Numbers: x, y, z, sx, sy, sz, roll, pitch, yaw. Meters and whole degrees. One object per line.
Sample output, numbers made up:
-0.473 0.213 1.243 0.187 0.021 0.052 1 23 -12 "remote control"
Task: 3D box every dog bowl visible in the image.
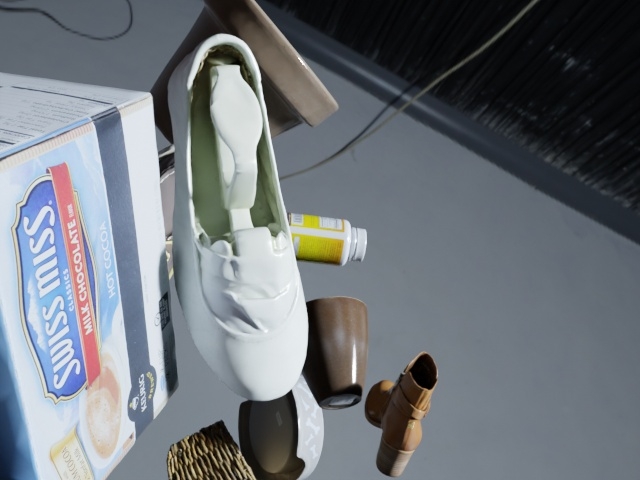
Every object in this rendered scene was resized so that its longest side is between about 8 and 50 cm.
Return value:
-0.115 0.539 1.822 0.102 0.349 0.349 7 63 -35 "dog bowl"

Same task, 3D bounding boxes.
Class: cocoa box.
-0.292 0.046 0.567 0.231 0.347 0.228 9 27 13 "cocoa box"

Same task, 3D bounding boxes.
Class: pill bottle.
0.000 0.000 1.544 0.215 0.117 0.117 7 64 -7 "pill bottle"

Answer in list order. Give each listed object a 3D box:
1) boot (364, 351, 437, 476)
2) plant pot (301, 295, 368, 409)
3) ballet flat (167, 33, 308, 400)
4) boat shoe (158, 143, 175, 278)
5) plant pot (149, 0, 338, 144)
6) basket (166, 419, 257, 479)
0.168 0.318 1.313 0.109 0.220 0.283 17 21 2 "boot"
0.033 0.290 1.557 0.215 0.215 0.230 3 55 -19 "plant pot"
-0.089 -0.030 0.660 0.139 0.139 0.400 -7 81 -22 "ballet flat"
-0.247 0.016 0.865 0.116 0.324 0.097 31 13 -32 "boat shoe"
-0.138 -0.235 0.976 0.229 0.263 0.263 -40 82 10 "plant pot"
-0.285 0.697 1.725 0.213 0.223 0.299 -25 43 -20 "basket"
